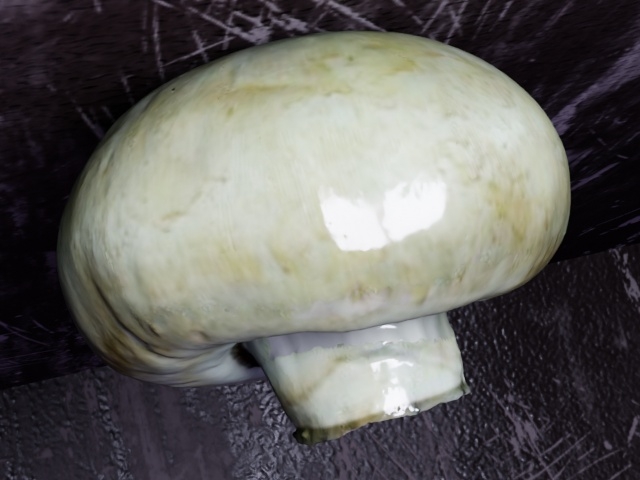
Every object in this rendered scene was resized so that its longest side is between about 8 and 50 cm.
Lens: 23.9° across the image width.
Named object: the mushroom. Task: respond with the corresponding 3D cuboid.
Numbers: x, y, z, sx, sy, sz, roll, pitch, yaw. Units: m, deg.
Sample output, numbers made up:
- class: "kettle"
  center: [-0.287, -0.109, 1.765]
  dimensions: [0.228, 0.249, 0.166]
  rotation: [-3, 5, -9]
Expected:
- class: "mushroom"
  center: [0.000, 0.000, 1.032]
  dimensions: [0.352, 0.260, 0.352]
  rotation: [-17, 175, -1]
